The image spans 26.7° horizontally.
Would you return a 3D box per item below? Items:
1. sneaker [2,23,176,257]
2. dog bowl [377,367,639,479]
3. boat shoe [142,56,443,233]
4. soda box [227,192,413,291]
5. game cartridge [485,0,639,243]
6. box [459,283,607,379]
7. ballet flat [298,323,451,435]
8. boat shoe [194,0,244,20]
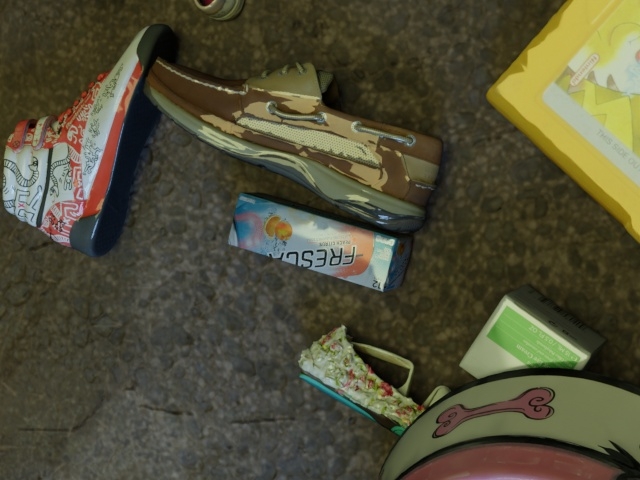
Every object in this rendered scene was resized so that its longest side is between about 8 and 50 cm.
[{"bbox_3d":[-0.264,-0.129,1.486,0.145,0.090,0.270,24,103,16],"label":"sneaker"},{"bbox_3d":[0.210,0.332,1.228,0.407,0.150,0.408,8,110,22],"label":"dog bowl"},{"bbox_3d":[-0.021,-0.121,1.386,0.324,0.122,0.120,26,96,10],"label":"boat shoe"},{"bbox_3d":[0.000,0.000,1.403,0.183,0.063,0.058,16,97,20],"label":"soda box"},{"bbox_3d":[0.363,-0.133,1.263,0.323,0.052,0.285,45,107,14],"label":"game cartridge"},{"bbox_3d":[0.207,0.108,1.307,0.101,0.102,0.087,36,106,15],"label":"box"},{"bbox_3d":[0.087,0.165,1.371,0.241,0.091,0.077,33,80,13],"label":"ballet flat"},{"bbox_3d":[-0.109,-0.321,1.433,0.063,0.059,0.170,0,93,21],"label":"boat shoe"}]
